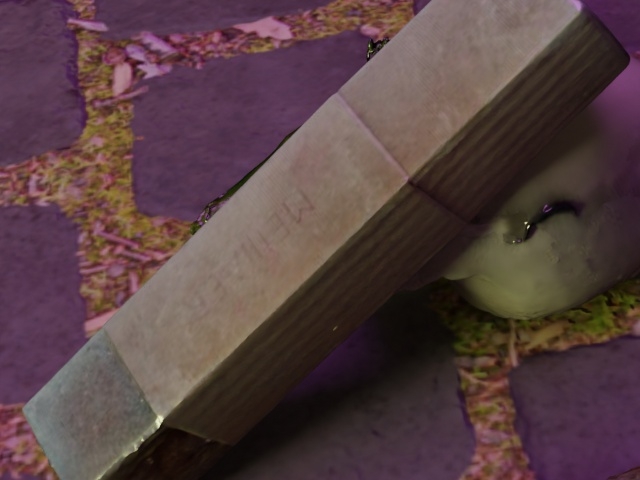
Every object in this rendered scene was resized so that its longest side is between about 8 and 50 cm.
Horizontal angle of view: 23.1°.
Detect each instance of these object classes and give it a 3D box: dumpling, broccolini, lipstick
[{"bbox_3d":[0.122,-0.047,0.975,0.243,0.175,0.227,12,13,-31],"label":"dumpling"},{"bbox_3d":[0.000,-0.057,1.073,0.201,0.074,0.058,-45,51,-15],"label":"broccolini"},{"bbox_3d":[0.000,0.000,0.843,0.371,0.080,0.076,-44,56,10],"label":"lipstick"}]

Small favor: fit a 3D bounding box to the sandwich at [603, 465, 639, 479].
[{"bbox_3d":[0.032,0.186,0.642,0.325,0.262,0.131,-14,83,-3],"label":"sandwich"}]
